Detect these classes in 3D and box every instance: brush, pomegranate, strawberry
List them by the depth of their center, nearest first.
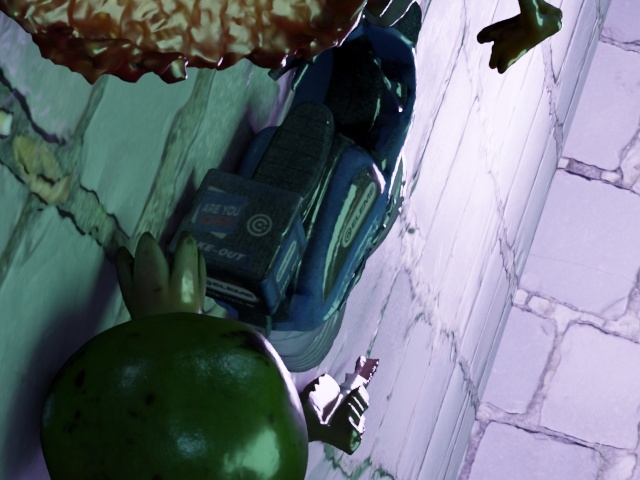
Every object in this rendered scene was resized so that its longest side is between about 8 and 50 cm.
[{"bbox_3d":[-0.098,-0.203,0.940,0.306,0.138,0.233,-16,105,-45],"label":"strawberry"},{"bbox_3d":[-0.101,0.105,1.174,0.187,0.187,0.225,78,5,-64],"label":"pomegranate"},{"bbox_3d":[0.027,0.179,1.955,0.301,0.084,0.071,-45,148,-75],"label":"brush"}]

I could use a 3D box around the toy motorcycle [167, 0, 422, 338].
[{"bbox_3d":[0.002,-0.087,1.418,0.212,0.125,0.358,77,33,-60],"label":"toy motorcycle"}]

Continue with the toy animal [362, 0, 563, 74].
[{"bbox_3d":[0.139,-0.284,1.265,0.225,0.284,0.302,-55,130,-60],"label":"toy animal"}]

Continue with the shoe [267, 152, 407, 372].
[{"bbox_3d":[0.000,0.000,1.579,0.137,0.095,0.245,44,70,-78],"label":"shoe"}]
